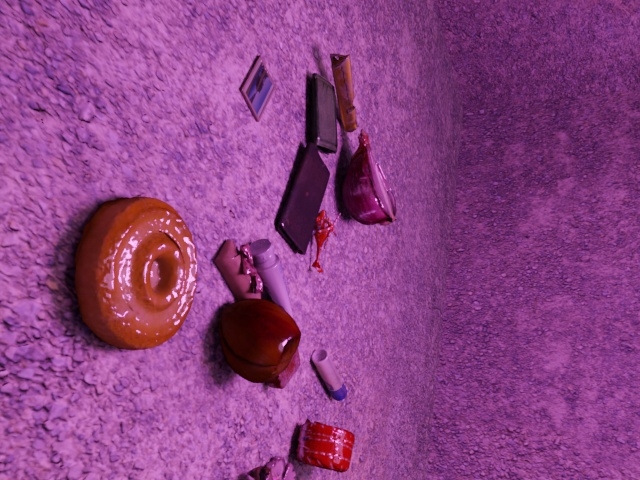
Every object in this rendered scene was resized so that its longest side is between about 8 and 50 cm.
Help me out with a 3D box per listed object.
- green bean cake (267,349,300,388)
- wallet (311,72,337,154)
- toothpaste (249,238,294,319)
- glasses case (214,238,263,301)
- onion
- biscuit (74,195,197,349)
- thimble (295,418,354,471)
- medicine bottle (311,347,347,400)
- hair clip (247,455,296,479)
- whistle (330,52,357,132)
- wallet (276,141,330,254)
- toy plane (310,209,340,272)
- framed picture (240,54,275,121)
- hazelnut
[{"bbox_3d":[-0.113,0.327,1.597,0.135,0.056,0.135,-48,132,-58],"label":"green bean cake"},{"bbox_3d":[0.008,-0.408,1.862,0.160,0.055,0.236,10,76,-69],"label":"wallet"},{"bbox_3d":[-0.118,0.129,1.566,0.114,0.073,0.299,-119,-172,-54],"label":"toothpaste"},{"bbox_3d":[-0.181,0.080,1.436,0.102,0.070,0.193,-67,147,-42],"label":"glasses case"},{"bbox_3d":[0.148,-0.207,2.059,0.267,0.159,0.348,-10,81,-74],"label":"onion"},{"bbox_3d":[-0.331,0.061,1.086,0.296,0.102,0.296,-2,90,-67],"label":"biscuit"},{"bbox_3d":[0.018,0.631,1.751,0.189,0.163,0.125,49,49,-54],"label":"thimble"},{"bbox_3d":[0.032,0.448,1.904,0.059,0.059,0.231,-67,146,-40],"label":"medicine bottle"},{"bbox_3d":[-0.132,0.657,1.538,0.300,0.069,0.173,72,30,-53],"label":"hair clip"},{"bbox_3d":[0.081,-0.497,1.932,0.326,0.068,0.057,74,34,-56],"label":"whistle"},{"bbox_3d":[-0.050,-0.129,1.752,0.170,0.044,0.321,56,45,-49],"label":"wallet"},{"bbox_3d":[0.004,0.000,1.835,0.126,0.077,0.194,-26,121,-59],"label":"toy plane"},{"bbox_3d":[-0.166,-0.409,1.539,0.109,0.011,0.149,61,37,-45],"label":"framed picture"},{"bbox_3d":[-0.156,0.234,1.388,0.208,0.208,0.208,0,90,-65],"label":"hazelnut"}]
